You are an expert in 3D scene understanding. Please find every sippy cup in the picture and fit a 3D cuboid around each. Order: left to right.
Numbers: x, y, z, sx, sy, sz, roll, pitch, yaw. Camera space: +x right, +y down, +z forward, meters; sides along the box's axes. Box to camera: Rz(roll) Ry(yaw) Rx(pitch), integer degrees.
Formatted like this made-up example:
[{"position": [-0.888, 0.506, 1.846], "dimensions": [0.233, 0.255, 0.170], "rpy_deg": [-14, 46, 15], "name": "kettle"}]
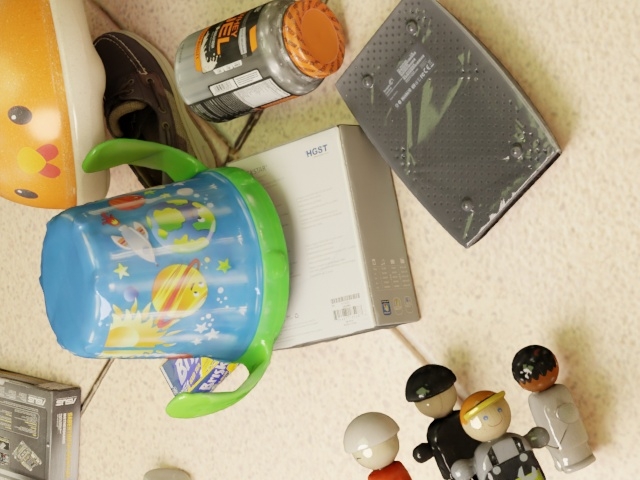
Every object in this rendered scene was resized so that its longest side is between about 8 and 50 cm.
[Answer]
[{"position": [-0.188, 0.038, 1.514], "dimensions": [0.305, 0.224, 0.240], "rpy_deg": [36, 125, 48], "name": "sippy cup"}]

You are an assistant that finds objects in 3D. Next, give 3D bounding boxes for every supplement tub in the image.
[{"position": [-0.071, -0.215, 1.582], "dimensions": [0.190, 0.117, 0.117], "rpy_deg": [-15, 82, 38], "name": "supplement tub"}]

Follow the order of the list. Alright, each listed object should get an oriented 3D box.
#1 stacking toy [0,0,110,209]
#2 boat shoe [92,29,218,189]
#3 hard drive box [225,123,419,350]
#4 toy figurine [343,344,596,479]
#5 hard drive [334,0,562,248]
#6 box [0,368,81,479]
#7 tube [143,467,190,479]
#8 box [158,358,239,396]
[{"position": [-0.519, -0.168, 1.671], "dimensions": [0.350, 0.480, 0.350], "rpy_deg": [170, 90, -76], "name": "stacking toy"}, {"position": [-0.232, -0.163, 1.728], "dimensions": [0.103, 0.092, 0.285], "rpy_deg": [-44, 66, 32], "name": "boat shoe"}, {"position": [0.000, 0.000, 1.549], "dimensions": [0.181, 0.089, 0.232], "rpy_deg": [-15, 82, 38], "name": "hard drive box"}, {"position": [0.153, 0.200, 1.353], "dimensions": [0.209, 0.213, 0.148], "rpy_deg": [-23, 91, 38], "name": "toy figurine"}, {"position": [0.141, -0.136, 1.451], "dimensions": [0.172, 0.054, 0.254], "rpy_deg": [-50, 64, 29], "name": "hard drive"}, {"position": [-0.445, 0.287, 1.941], "dimensions": [0.231, 0.056, 0.183], "rpy_deg": [6, 96, 39], "name": "box"}, {"position": [-0.211, 0.422, 1.758], "dimensions": [0.070, 0.062, 0.240], "rpy_deg": [-124, 39, -73], "name": "tube"}, {"position": [-0.129, 0.133, 1.681], "dimensions": [0.169, 0.054, 0.059], "rpy_deg": [-46, 64, 31], "name": "box"}]
